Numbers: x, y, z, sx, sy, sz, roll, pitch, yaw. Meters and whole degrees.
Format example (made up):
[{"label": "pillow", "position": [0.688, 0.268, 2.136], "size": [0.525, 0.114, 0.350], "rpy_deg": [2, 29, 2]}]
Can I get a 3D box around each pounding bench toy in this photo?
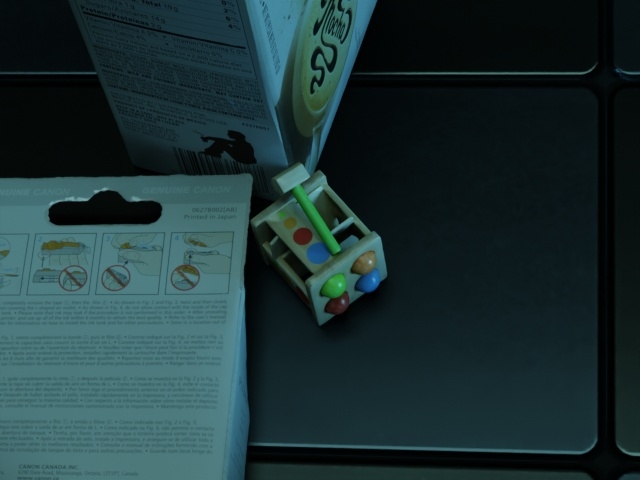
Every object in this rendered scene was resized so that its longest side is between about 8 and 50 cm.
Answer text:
[{"label": "pounding bench toy", "position": [0.000, 0.000, 1.054], "size": [0.052, 0.083, 0.065], "rpy_deg": [-36, 64, -12]}]

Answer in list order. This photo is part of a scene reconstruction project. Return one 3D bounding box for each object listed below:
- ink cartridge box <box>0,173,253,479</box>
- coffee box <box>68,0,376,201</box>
[{"label": "ink cartridge box", "position": [-0.131, 0.069, 1.058], "size": [0.181, 0.056, 0.225], "rpy_deg": [0, 57, 7]}, {"label": "coffee box", "position": [-0.055, -0.170, 1.027], "size": [0.119, 0.297, 0.168], "rpy_deg": [14, 65, 13]}]
